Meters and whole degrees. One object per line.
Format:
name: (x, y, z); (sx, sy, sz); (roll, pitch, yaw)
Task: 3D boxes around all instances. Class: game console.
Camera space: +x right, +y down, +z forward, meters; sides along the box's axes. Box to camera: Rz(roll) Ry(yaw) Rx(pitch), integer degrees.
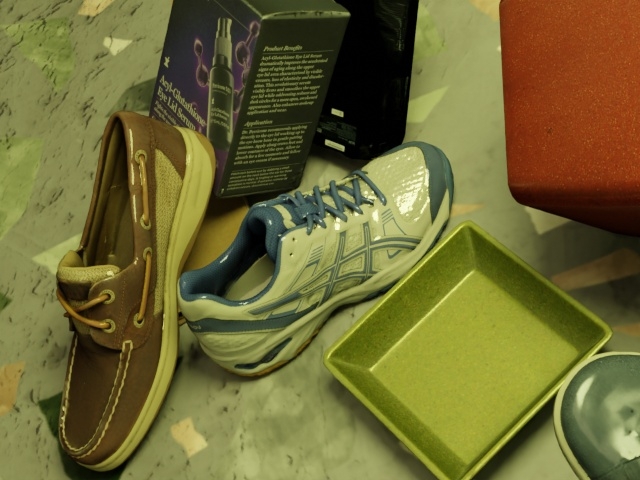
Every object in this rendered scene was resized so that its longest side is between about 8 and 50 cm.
game console: (-0.033, -0.226, 1.284); (0.044, 0.213, 0.361); (-11, 25, -38)

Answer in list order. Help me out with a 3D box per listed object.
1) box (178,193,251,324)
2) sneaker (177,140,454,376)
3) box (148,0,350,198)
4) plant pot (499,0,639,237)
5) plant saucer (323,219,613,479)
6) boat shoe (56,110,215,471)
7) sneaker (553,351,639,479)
box: (-0.149, -0.005, 1.281); (0.164, 0.021, 0.201); (-29, 51, 6)
sneaker: (0.000, 0.000, 1.135); (0.296, 0.131, 0.112); (-43, 49, -7)
box: (-0.077, -0.171, 1.229); (0.108, 0.207, 0.153); (-10, 40, -36)
plant pot: (0.291, -0.122, 0.974); (0.235, 0.267, 0.268); (-14, 72, 42)
plant saucer: (0.127, 0.101, 1.059); (0.188, 0.045, 0.188); (-43, 51, -7)
boat shoe: (-0.202, 0.044, 1.159); (0.123, 0.123, 0.342); (13, 85, 43)
sneaker: (0.309, 0.161, 0.751); (0.350, 0.148, 0.131); (27, 73, 17)
